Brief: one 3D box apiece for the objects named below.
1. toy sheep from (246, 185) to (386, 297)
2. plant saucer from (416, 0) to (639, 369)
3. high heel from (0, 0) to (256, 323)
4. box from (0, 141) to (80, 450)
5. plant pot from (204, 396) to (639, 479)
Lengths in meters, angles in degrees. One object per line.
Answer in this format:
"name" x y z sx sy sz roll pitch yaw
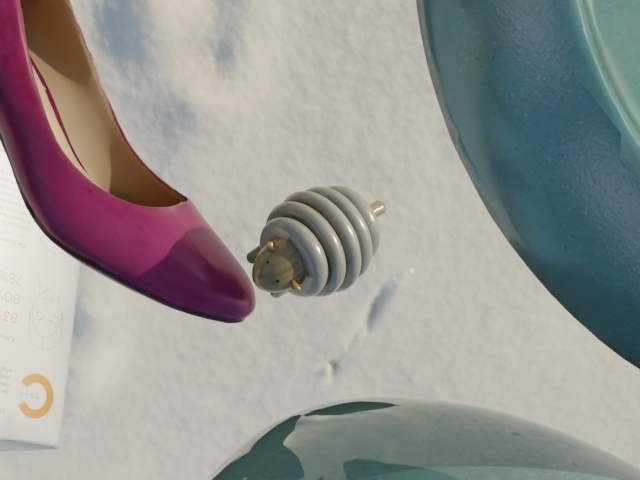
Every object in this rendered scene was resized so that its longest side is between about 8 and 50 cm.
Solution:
"toy sheep" 0.000 0.000 0.870 0.132 0.091 0.091 -37 142 -35
"plant saucer" 0.190 -0.091 0.402 0.318 0.317 0.044 -16 176 -15
"high heel" -0.171 -0.101 0.896 0.377 0.127 0.181 37 105 2
"box" -0.414 0.058 1.329 0.168 0.345 0.215 -11 159 40
"plant pot" 0.034 0.179 0.482 0.290 0.195 0.290 -12 125 -18
